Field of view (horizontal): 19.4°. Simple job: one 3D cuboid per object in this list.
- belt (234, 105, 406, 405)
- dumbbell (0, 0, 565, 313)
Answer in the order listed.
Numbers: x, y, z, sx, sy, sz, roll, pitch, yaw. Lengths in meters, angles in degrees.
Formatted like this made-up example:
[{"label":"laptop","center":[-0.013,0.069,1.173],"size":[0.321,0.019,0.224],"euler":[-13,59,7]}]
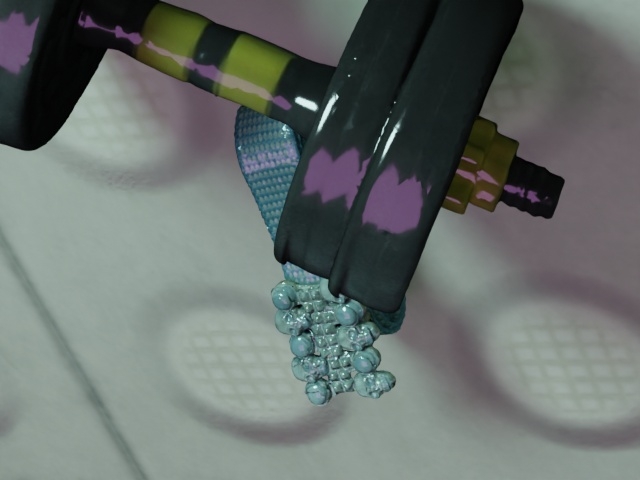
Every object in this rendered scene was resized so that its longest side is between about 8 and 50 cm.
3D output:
[{"label":"belt","center":[-0.004,0.000,1.117],"size":[0.065,0.100,0.179],"euler":[-9,125,28]},{"label":"dumbbell","center":[-0.056,-0.096,0.977],"size":[0.388,0.185,0.185],"euler":[23,138,3]}]
